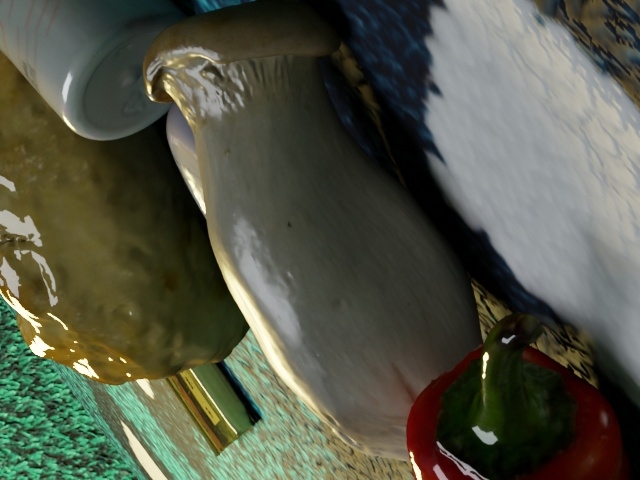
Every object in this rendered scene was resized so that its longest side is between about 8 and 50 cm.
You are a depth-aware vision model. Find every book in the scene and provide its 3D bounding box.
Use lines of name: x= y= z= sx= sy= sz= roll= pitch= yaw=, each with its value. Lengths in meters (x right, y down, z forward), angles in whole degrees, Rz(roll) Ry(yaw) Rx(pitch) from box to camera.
book: x=-0.117 y=0.108 z=1.623 sx=0.160 sy=0.024 sz=0.228 roll=56 pitch=168 yaw=4

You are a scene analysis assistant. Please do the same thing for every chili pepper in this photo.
chili pepper: x=0.130 y=0.152 z=0.744 sx=0.137 sy=0.092 sz=0.368 roll=0 pitch=134 yaw=52

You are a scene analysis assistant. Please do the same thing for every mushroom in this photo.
mushroom: x=0.001 y=-0.001 z=0.763 sx=0.212 sy=0.088 sz=0.097 roll=60 pitch=179 yaw=-13

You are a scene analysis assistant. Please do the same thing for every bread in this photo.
bread: x=-0.142 y=-0.017 z=1.097 sx=0.244 sy=0.134 sz=0.244 roll=59 pitch=175 yaw=9

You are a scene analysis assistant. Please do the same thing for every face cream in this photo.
face cream: x=-0.167 y=-0.160 z=0.967 sx=0.269 sy=0.082 sz=0.082 roll=46 pitch=165 yaw=30

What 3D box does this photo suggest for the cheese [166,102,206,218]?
cheese: x=-0.016 y=-0.003 z=0.898 sx=0.135 sy=0.052 sz=0.245 roll=46 pitch=166 yaw=42
